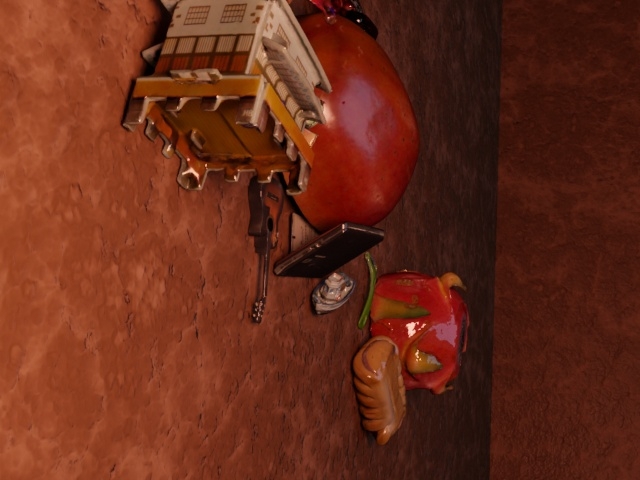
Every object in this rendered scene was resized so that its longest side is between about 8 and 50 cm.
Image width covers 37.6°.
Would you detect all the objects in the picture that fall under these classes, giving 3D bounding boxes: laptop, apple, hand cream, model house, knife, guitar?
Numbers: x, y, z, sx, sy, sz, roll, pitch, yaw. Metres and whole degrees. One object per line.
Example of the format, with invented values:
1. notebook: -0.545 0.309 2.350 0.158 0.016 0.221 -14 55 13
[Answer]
1. laptop: 0.021 0.019 1.600 0.026 0.154 0.207 63 17 12
2. apple: 0.021 -0.207 1.618 0.295 0.329 0.365 -41 142 -3
3. hand cream: 0.000 0.000 1.685 0.234 0.050 0.080 9 81 -64
4. model house: -0.104 -0.191 1.192 0.224 0.198 0.215 51 48 -58
5. knife: 0.099 0.107 1.967 0.078 0.023 0.166 52 41 -50
6. guitar: -0.090 0.013 1.467 0.088 0.025 0.233 29 63 -67

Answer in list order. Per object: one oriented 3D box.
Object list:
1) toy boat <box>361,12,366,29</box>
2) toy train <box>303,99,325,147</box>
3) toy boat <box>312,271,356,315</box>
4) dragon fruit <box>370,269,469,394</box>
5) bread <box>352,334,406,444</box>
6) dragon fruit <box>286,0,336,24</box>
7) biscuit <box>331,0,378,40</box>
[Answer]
1. toy boat: 0.044 -0.404 1.783 0.065 0.066 0.172 -63 175 33
2. toy train: -0.064 -0.174 1.375 0.074 0.176 0.118 26 94 -32
3. toy boat: 0.024 0.088 1.703 0.140 0.059 0.066 -39 151 -56
4. dragon fruit: 0.232 0.204 2.073 0.290 0.189 0.290 -1 90 -69
5. bread: 0.120 0.312 1.931 0.134 0.081 0.225 -48 136 -53
6. dragon fruit: -0.037 -0.480 1.292 0.386 0.249 0.371 13 50 -56
7. biscuit: 0.029 -0.459 1.687 0.235 0.063 0.151 61 23 6
